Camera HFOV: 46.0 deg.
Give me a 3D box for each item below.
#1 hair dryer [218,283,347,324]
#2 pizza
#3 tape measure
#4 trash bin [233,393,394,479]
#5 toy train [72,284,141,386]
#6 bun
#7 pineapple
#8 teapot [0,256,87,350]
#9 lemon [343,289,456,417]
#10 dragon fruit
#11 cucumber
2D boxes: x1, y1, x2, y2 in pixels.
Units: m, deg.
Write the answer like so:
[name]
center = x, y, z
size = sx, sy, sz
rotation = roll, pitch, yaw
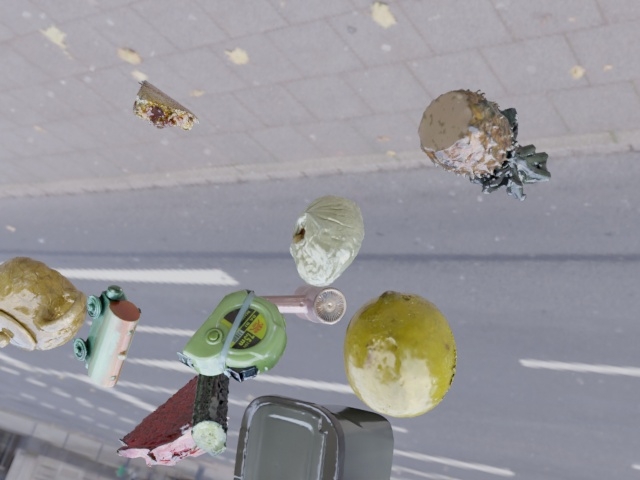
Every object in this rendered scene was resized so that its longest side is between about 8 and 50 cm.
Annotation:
[hair dryer]
center = -0.119, 0.172, 2.092
size = 0.344, 0.106, 0.189
rotation = 4, 179, -23
[pizza]
center = -0.346, -0.271, 1.570
size = 0.154, 0.069, 0.194
rotation = 38, -165, 3
[tape measure]
center = -0.135, 0.167, 1.314
size = 0.154, 0.177, 0.087
rotation = 23, 151, 20
[trash bin]
center = -0.002, 0.380, 1.311
size = 0.219, 0.219, 0.250
rotation = 6, 176, 33
[toy train]
center = -0.583, 0.267, 2.077
size = 0.116, 0.285, 0.177
rotation = -3, -143, -46
[bun]
center = 0.000, 0.000, 1.723
size = 0.134, 0.220, 0.220
rotation = 23, 157, -22
[pineapple]
center = 0.309, -0.169, 1.346
size = 0.141, 0.170, 0.310
rotation = 1, 167, 45
[teapot]
center = -0.581, 0.147, 1.501
size = 0.311, 0.167, 0.203
rotation = 0, 134, 38
[lemon]
center = 0.178, 0.253, 1.704
size = 0.258, 0.258, 0.310
rotation = 4, 111, 28
[dragon fruit]
center = -0.278, 0.409, 1.599
size = 0.161, 0.274, 0.126
rotation = 3, 125, 51
[cucumber]
center = -0.218, 0.311, 1.530
size = 0.077, 0.265, 0.077
rotation = -1, 125, -2
